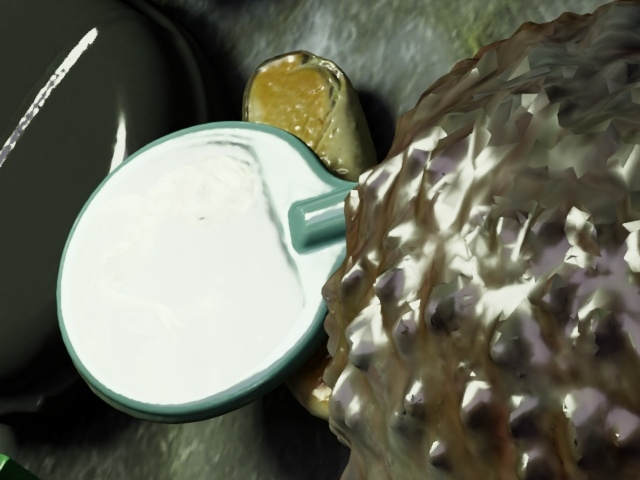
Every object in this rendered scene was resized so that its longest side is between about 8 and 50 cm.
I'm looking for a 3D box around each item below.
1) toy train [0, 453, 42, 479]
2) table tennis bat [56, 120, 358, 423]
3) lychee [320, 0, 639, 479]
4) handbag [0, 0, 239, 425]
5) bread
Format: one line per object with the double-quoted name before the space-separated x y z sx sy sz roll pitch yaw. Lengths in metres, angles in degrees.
"toy train" -0.229 0.124 0.947 0.178 0.104 0.071 11 66 43
"table tennis bat" -0.019 0.001 0.796 0.237 0.038 0.149 -16 61 18
"lychee" 0.152 0.039 0.544 0.300 0.300 0.300 -17 61 34
"handbag" -0.174 -0.036 0.978 0.308 0.093 0.254 36 96 43
"bread" 0.000 -0.001 0.841 0.073 0.053 0.214 -17 57 11
